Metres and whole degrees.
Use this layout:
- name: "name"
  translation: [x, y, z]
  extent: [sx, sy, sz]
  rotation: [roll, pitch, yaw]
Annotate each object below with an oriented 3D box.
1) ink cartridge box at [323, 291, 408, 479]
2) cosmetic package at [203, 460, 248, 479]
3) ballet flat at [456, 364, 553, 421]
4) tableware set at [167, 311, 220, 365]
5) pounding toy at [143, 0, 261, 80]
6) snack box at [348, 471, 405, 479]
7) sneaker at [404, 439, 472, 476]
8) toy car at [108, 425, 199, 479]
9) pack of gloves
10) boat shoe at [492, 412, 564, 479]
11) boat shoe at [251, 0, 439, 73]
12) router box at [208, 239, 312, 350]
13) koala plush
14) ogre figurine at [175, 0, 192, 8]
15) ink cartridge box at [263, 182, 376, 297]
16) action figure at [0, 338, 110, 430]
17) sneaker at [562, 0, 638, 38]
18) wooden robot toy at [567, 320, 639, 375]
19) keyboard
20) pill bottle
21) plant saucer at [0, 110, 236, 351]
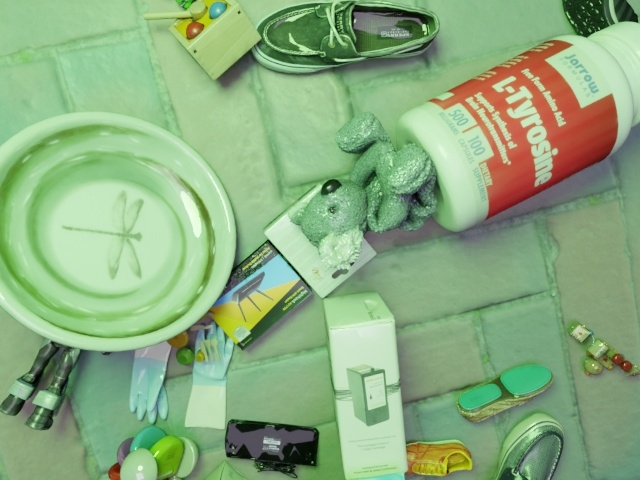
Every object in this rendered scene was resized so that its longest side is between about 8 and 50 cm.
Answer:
- name: "ink cartridge box"
  translation: [0.076, 0.251, 0.845]
  extent: [0.115, 0.198, 0.273]
  rotation: [-6, 98, -2]
- name: "cosmetic package"
  translation: [-0.253, 0.613, 0.906]
  extent: [0.296, 0.129, 0.153]
  rotation: [-44, 97, 2]
- name: "ballet flat"
  translation: [0.382, 0.320, 0.953]
  extent: [0.206, 0.073, 0.067]
  rotation: [-19, 126, 1]
- name: "tableware set"
  translation: [-0.247, 0.163, 0.863]
  extent: [0.104, 0.024, 0.154]
  rotation: [-11, 103, 12]
- name: "pounding toy"
  translation: [-0.202, -0.363, 0.778]
  extent: [0.130, 0.141, 0.100]
  rotation: [-41, 142, 2]
- name: "snack box"
  translation: [0.053, 0.500, 0.845]
  extent: [0.187, 0.060, 0.322]
  rotation: [-7, 143, -3]
- name: "sneaker"
  translation: [0.228, 0.457, 0.951]
  extent: [0.175, 0.067, 0.064]
  rotation: [-11, 100, -1]
- name: "toy car"
  translation: [-0.341, 0.443, 0.884]
  extent: [0.136, 0.159, 0.182]
  rotation: [30, 96, 29]
- name: "pack of gloves"
  translation: [-0.277, 0.266, 0.899]
  extent: [0.195, 0.046, 0.232]
  rotation: [7, 97, -4]
- name: "boat shoe"
  translation: [0.423, 0.536, 0.929]
  extent: [0.127, 0.158, 0.340]
  rotation: [23, 96, -7]
- name: "boat shoe"
  translation: [0.042, -0.372, 0.797]
  extent: [0.335, 0.119, 0.121]
  rotation: [-8, 98, -3]
- name: "router box"
  translation: [-0.125, 0.105, 0.886]
  extent: [0.179, 0.046, 0.133]
  rotation: [-41, 98, 3]
- name: "koala plush"
  translation: [0.062, -0.058, 0.776]
  extent: [0.221, 0.196, 0.203]
  rotation: [-36, 138, -7]
- name: "ogre figurine"
  translation: [-0.256, -0.516, 0.774]
  extent: [0.118, 0.097, 0.197]
  rotation: [-33, 84, 19]
- name: "ink cartridge box"
  translation: [0.000, 0.000, 0.892]
  extent: [0.145, 0.045, 0.179]
  rotation: [-40, 108, 1]
- name: "action figure"
  translation: [-0.476, 0.191, 0.851]
  extent: [0.185, 0.099, 0.285]
  rotation: [27, 80, -1]
- name: "sneaker"
  translation: [0.535, -0.420, 0.861]
  extent: [0.097, 0.084, 0.235]
  rotation: [-28, 101, -24]
- name: "wooden robot toy"
  translation: [0.578, 0.250, 0.949]
  extent: [0.173, 0.076, 0.079]
  rotation: [36, 105, -8]
- name: "keyboard"
  translation: [-0.103, 0.429, 0.948]
  extent: [0.192, 0.038, 0.100]
  rotation: [9, 74, -4]
- name: "pill bottle"
  translation: [0.357, -0.200, 0.789]
  extent: [0.407, 0.229, 0.229]
  rotation: [-27, 99, 0]
- name: "plant saucer"
  translation: [-0.345, -0.014, 0.772]
  extent: [0.400, 0.100, 0.400]
  rotation: [12, 68, -33]
